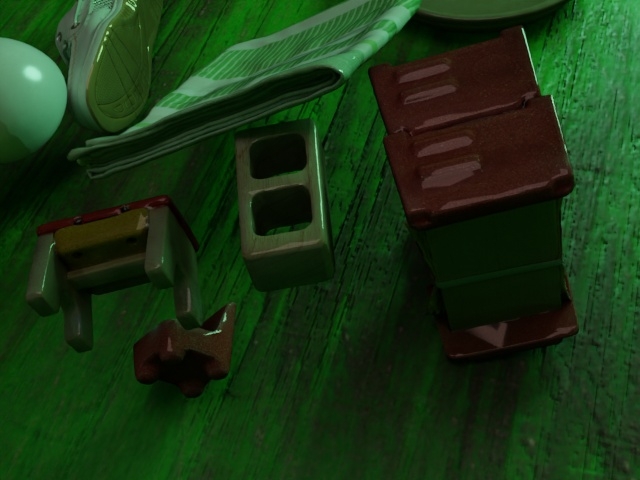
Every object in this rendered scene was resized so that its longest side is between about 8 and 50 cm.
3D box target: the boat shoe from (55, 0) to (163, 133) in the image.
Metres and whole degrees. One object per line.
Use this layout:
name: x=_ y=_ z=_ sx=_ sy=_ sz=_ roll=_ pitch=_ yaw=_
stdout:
boat shoe: x=-0.242 y=-0.213 z=0.902 sx=0.096 sy=0.098 sz=0.277 roll=-7 pitch=46 yaw=10

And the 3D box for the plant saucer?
plant saucer: x=0.183 y=-0.329 z=0.955 sx=0.277 sy=0.041 sz=0.278 roll=-5 pitch=51 yaw=6

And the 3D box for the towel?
towel: x=-0.043 y=-0.155 z=0.721 sx=0.247 sy=0.038 sz=0.325 roll=-15 pitch=20 yaw=27

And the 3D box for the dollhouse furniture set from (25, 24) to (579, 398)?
dollhouse furniture set: x=0.000 y=0.000 z=0.632 sx=0.373 sy=0.201 sz=0.152 roll=-12 pitch=51 yaw=7

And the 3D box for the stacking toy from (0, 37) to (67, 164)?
stacking toy: x=-0.430 y=-0.043 z=0.686 sx=0.350 sy=0.351 sz=0.479 roll=34 pitch=51 yaw=30
